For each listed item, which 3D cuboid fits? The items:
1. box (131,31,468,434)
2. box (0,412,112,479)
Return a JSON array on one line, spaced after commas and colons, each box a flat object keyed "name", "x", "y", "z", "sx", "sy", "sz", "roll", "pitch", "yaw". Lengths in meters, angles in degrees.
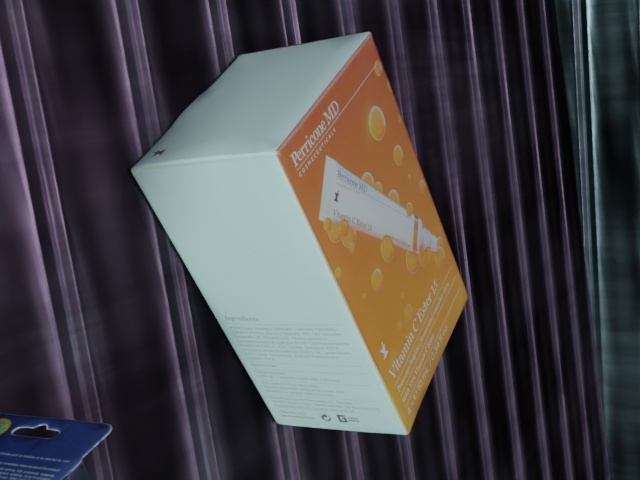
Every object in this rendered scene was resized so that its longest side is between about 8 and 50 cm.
[{"name": "box", "x": 0.000, "y": 0.000, "z": 0.903, "sx": 0.215, "sy": 0.168, "sz": 0.345, "roll": -57, "pitch": 133, "yaw": -42}, {"name": "box", "x": -0.238, "y": 0.191, "z": 0.549, "sx": 0.225, "sy": 0.136, "sz": 0.036, "roll": -46, "pitch": 125, "yaw": -48}]
